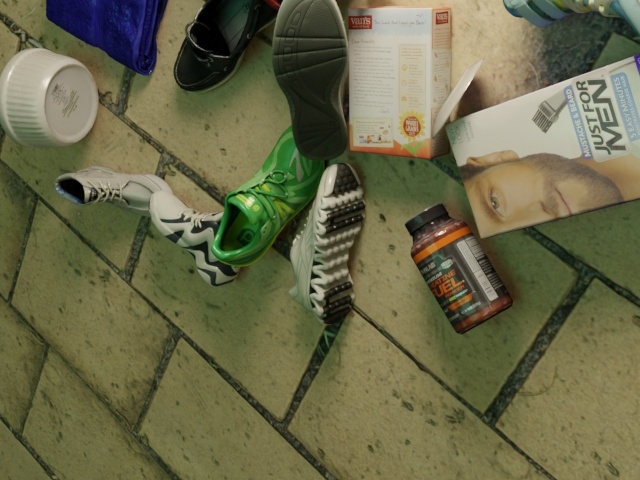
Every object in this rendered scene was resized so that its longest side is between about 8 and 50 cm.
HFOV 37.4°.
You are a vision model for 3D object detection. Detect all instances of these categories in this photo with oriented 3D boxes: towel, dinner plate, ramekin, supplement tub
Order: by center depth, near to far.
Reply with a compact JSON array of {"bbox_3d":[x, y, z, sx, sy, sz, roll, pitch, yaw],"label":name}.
[{"bbox_3d":[0.200,-0.214,1.408,0.017,0.141,0.141,33,123,1],"label":"dinner plate"},{"bbox_3d":[0.211,0.041,1.489,0.106,0.106,0.198,-38,78,38],"label":"supplement tub"},{"bbox_3d":[-0.434,-0.486,1.873,0.308,0.076,0.228,32,119,28],"label":"towel"},{"bbox_3d":[-0.552,-0.287,1.944,0.109,0.207,0.207,11,109,26],"label":"ramekin"}]

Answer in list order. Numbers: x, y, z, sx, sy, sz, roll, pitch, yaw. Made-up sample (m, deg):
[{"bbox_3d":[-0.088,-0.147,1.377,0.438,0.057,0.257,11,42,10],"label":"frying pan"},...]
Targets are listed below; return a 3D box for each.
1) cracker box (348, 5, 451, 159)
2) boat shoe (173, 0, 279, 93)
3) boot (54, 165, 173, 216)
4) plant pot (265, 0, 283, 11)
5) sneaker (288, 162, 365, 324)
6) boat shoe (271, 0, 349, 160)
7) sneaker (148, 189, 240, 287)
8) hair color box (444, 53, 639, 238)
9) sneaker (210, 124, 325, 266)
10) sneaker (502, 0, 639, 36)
[{"bbox_3d":[0.125,-0.253,1.501,0.155,0.067,0.232,11,110,36],"label":"cracker box"},{"bbox_3d":[-0.181,-0.371,1.679,0.340,0.113,0.127,-29,85,40],"label":"boat shoe"},{"bbox_3d":[-0.431,-0.094,1.946,0.258,0.123,0.095,12,109,36],"label":"boot"},{"bbox_3d":[-0.016,-0.454,1.474,0.174,0.191,0.191,-26,86,47],"label":"plant pot"},{"bbox_3d":[0.000,0.000,1.652,0.118,0.110,0.292,26,117,40],"label":"sneaker"},{"bbox_3d":[-0.010,-0.273,1.503,0.118,0.103,0.320,-6,136,5],"label":"boat shoe"},{"bbox_3d":[-0.221,-0.039,1.817,0.235,0.094,0.153,52,126,15],"label":"sneaker"},{"bbox_3d":[0.361,-0.132,1.324,0.339,0.110,0.185,-17,93,41],"label":"hair color box"},{"bbox_3d":[-0.092,-0.072,1.664,0.109,0.123,0.295,36,105,15],"label":"sneaker"},{"bbox_3d":[0.354,-0.322,1.245,0.208,0.127,0.319,-46,51,39],"label":"sneaker"}]
